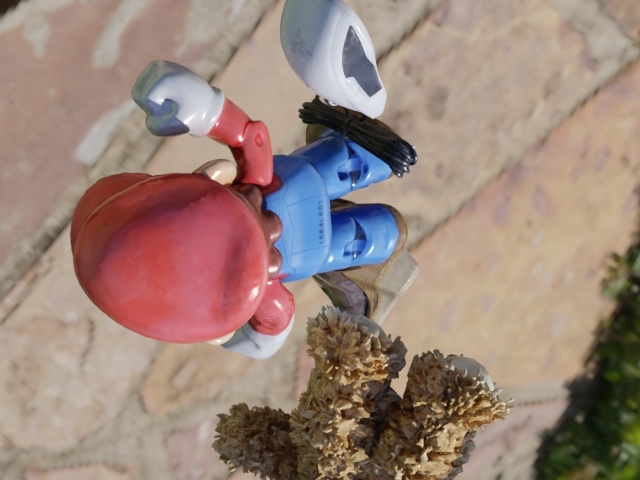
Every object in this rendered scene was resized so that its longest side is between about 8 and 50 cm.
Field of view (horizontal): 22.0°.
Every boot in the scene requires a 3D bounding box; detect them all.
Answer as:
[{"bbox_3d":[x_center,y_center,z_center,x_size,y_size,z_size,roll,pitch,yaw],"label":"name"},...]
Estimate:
[{"bbox_3d":[0.000,0.000,1.735,0.090,0.207,0.248,-54,177,-16],"label":"boot"}]

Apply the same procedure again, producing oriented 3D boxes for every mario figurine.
[{"bbox_3d":[-0.072,-0.019,1.181,0.170,0.198,0.320,-37,170,33],"label":"mario figurine"}]

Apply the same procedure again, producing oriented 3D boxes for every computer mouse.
[{"bbox_3d":[0.008,-0.110,1.129,0.042,0.106,0.193,-47,152,-11],"label":"computer mouse"}]

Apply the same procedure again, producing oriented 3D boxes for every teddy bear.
[{"bbox_3d":[0.035,0.194,1.358,0.338,0.245,0.113,-50,-166,42],"label":"teddy bear"}]
